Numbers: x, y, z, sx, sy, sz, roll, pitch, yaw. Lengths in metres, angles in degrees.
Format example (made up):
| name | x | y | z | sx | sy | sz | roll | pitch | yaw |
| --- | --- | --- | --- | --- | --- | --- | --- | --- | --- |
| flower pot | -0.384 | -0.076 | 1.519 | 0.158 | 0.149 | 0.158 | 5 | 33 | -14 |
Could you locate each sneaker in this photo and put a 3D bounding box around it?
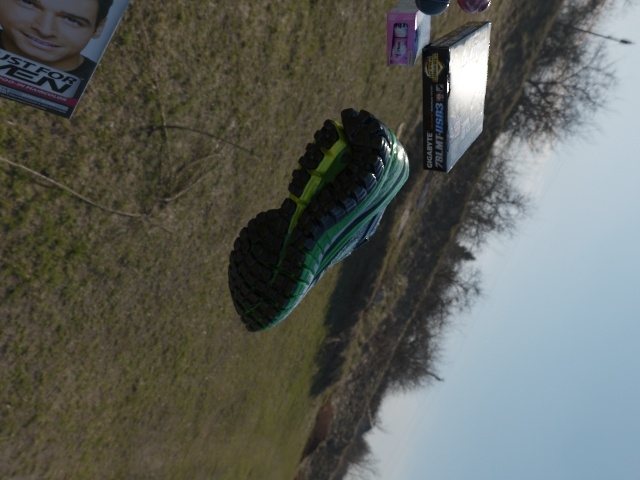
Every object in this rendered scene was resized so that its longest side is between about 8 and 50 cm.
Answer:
| name | x | y | z | sx | sy | sz | roll | pitch | yaw |
| --- | --- | --- | --- | --- | --- | --- | --- | --- | --- |
| sneaker | 0.000 | 0.000 | 0.606 | 0.344 | 0.134 | 0.146 | -49 | 146 | 19 |

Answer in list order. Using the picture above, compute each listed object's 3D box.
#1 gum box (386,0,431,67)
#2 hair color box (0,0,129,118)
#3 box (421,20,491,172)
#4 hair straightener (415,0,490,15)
| name | x | y | z | sx | sy | sz | roll | pitch | yaw |
| --- | --- | --- | --- | --- | --- | --- | --- | --- | --- |
| gum box | 0.196 | -0.464 | 0.978 | 0.188 | 0.062 | 0.107 | -59 | 152 | -44 |
| hair color box | -0.459 | -0.370 | 0.732 | 0.374 | 0.185 | 0.114 | -28 | -120 | 43 |
| box | 0.343 | -0.365 | 1.118 | 0.295 | 0.073 | 0.294 | -44 | 136 | -41 |
| hair straightener | 0.086 | -0.287 | 0.317 | 0.047 | 0.089 | 0.231 | -21 | 119 | -32 |
